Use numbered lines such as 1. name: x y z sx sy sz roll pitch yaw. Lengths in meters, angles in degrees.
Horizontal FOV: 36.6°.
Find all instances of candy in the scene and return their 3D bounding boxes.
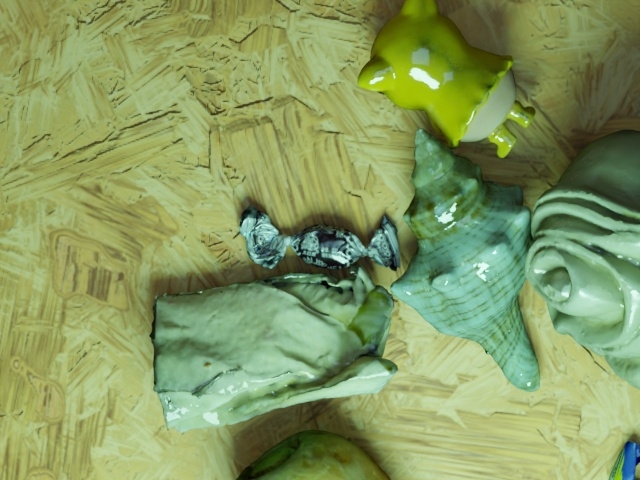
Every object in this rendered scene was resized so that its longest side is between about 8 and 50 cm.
1. candy: 0.000 0.000 1.327 0.226 0.051 0.094 8 91 3

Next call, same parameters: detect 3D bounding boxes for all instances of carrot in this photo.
1. carrot: 0.031 0.421 1.268 0.224 0.224 0.341 -33 95 5

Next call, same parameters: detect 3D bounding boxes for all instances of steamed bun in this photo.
1. steamed bun: 0.371 0.048 1.168 0.219 0.310 0.324 -24 124 -3

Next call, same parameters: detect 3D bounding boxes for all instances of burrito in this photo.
1. burrito: -0.058 0.150 1.294 0.331 0.190 0.135 -9 137 7

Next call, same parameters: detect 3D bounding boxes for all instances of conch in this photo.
1. conch: 0.192 0.038 1.262 0.203 0.169 0.386 -17 92 17

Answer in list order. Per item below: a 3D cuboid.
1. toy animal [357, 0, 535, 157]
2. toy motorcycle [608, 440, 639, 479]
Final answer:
1. toy animal: 0.170 -0.205 1.259 0.229 0.156 0.156 33 95 -3
2. toy motorcycle: 0.411 0.435 1.306 0.169 0.113 0.315 18 86 11
